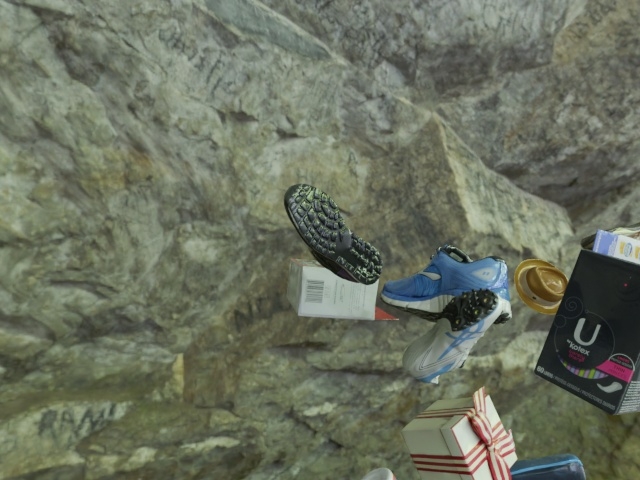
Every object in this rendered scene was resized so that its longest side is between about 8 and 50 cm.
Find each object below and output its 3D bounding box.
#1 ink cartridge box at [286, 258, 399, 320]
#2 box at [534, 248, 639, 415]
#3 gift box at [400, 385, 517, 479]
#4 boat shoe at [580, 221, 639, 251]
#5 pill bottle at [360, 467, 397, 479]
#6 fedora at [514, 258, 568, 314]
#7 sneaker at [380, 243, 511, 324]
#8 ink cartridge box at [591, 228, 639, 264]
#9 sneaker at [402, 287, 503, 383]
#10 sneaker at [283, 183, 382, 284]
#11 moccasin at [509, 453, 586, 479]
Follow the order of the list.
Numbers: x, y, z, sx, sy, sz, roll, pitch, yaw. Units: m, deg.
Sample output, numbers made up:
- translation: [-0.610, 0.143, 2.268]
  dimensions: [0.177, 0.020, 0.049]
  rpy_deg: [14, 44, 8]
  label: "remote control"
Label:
- translation: [0.055, 0.133, 1.380]
  dimensions: [0.271, 0.130, 0.309]
  rpy_deg: [6, 1, -10]
  label: "ink cartridge box"
- translation: [0.561, 0.173, 0.942]
  dimensions: [0.143, 0.165, 0.270]
  rpy_deg: [14, -83, -39]
  label: "box"
- translation: [0.456, 0.630, 1.554]
  dimensions: [0.276, 0.255, 0.258]
  rpy_deg: [-26, -1, -40]
  label: "gift box"
- translation: [0.927, 0.007, 1.409]
  dimensions: [0.324, 0.120, 0.122]
  rpy_deg: [-16, -13, 5]
  label: "boat shoe"
- translation: [0.196, 0.734, 1.296]
  dimensions: [0.124, 0.221, 0.124]
  rpy_deg: [-34, 3, 2]
  label: "pill bottle"
- translation: [0.711, 0.134, 1.531]
  dimensions: [0.194, 0.194, 0.079]
  rpy_deg: [-9, -24, -10]
  label: "fedora"
- translation: [0.260, 0.092, 1.026]
  dimensions: [0.129, 0.147, 0.330]
  rpy_deg: [25, -19, -30]
  label: "sneaker"
- translation: [0.765, 0.104, 1.154]
  dimensions: [0.311, 0.186, 0.065]
  rpy_deg: [17, -4, -3]
  label: "ink cartridge box"
- translation: [0.230, 0.165, 0.825]
  dimensions: [0.086, 0.085, 0.237]
  rpy_deg: [27, -50, -8]
  label: "sneaker"
- translation: [0.000, 0.000, 1.023]
  dimensions: [0.124, 0.107, 0.283]
  rpy_deg: [-1, -41, 50]
  label: "sneaker"
- translation: [0.660, 0.773, 1.550]
  dimensions: [0.342, 0.117, 0.137]
  rpy_deg: [-21, -13, 24]
  label: "moccasin"
